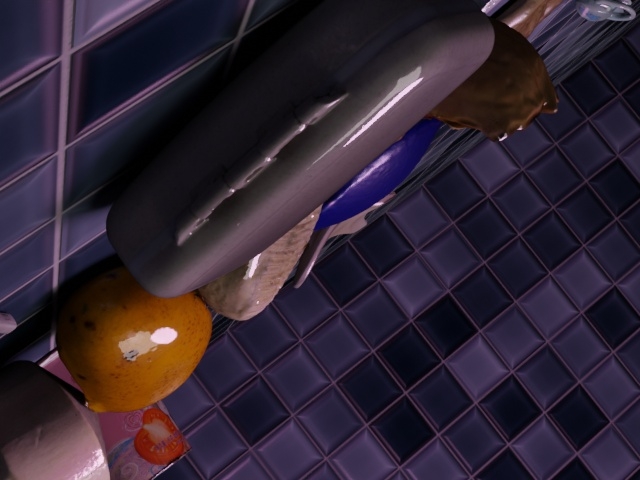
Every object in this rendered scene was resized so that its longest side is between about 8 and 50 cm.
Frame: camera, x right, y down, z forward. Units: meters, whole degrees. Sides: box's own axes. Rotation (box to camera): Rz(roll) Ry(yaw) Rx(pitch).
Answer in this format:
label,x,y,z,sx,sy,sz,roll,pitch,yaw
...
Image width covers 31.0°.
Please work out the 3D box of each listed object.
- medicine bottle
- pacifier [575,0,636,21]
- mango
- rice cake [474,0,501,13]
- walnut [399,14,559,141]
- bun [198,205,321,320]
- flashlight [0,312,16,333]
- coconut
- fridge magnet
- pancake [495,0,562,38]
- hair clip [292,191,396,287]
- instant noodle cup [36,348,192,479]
label,x,y,z,sx,sy,sz,roll,pitch,yaw
medicine bottle,-0.019,-0.100,1.062,0.375,0.123,0.282,-41,174,25
pacifier,0.489,-0.430,1.954,0.116,0.127,0.150,-62,168,-1
mango,-0.228,0.108,1.403,0.191,0.160,0.290,-32,166,-5
rice cake,0.204,-0.298,1.416,0.208,0.033,0.033,-41,165,23
walnut,0.139,-0.178,1.244,0.238,0.141,0.204,-19,-160,-18
bun,-0.085,-0.015,1.385,0.210,0.116,0.237,-35,149,-61
flashlight,-0.325,0.082,1.155,0.018,0.018,0.083,-36,175,-4
coconut,-0.363,0.261,1.404,0.241,0.241,0.241,-38,176,-3
fridge magnet,0.064,-0.112,1.681,0.265,0.112,0.265,-38,177,-3
pancake,0.316,-0.338,1.784,0.242,0.050,0.242,-38,177,-3
hair clip,-0.008,-0.017,2.201,0.282,0.113,0.172,-42,178,-27
instant noodle cup,-0.336,0.278,1.711,0.243,0.231,0.243,-37,175,-4
